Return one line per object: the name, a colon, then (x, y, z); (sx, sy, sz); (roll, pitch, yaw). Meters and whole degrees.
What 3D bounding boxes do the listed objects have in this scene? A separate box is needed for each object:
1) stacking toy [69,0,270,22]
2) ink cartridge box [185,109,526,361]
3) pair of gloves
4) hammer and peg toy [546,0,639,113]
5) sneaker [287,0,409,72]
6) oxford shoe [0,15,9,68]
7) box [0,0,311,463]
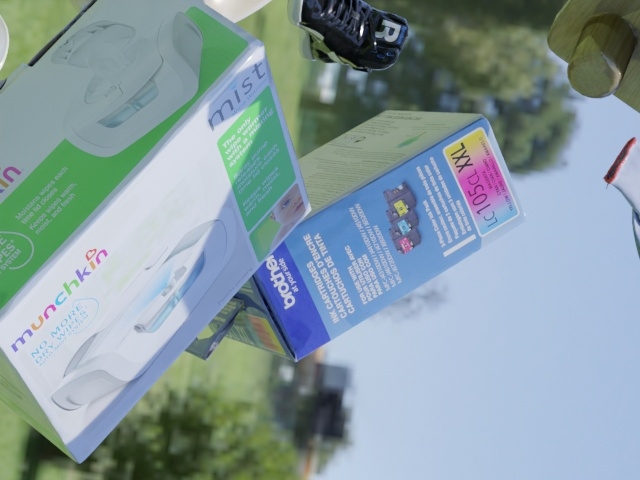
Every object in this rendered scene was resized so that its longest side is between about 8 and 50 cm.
stacking toy: (-0.221, -0.497, 2.120); (0.480, 0.350, 0.350); (57, -30, 30)
ink cartridge box: (0.000, 0.000, 2.130); (0.151, 0.395, 0.270); (66, -19, -14)
pair of gloves: (0.319, -0.052, 1.546); (0.198, 0.159, 0.023); (-53, -153, -20)
hammer and peg toy: (0.339, -0.167, 1.113); (0.361, 0.266, 0.127); (-51, -173, 42)
sneaker: (0.035, -0.245, 1.969); (0.217, 0.121, 0.079); (69, 35, -76)
oxford shoe: (-0.515, -0.182, 1.758); (0.130, 0.449, 0.169); (144, -68, -67)
box: (-0.148, -0.017, 1.255); (0.262, 0.127, 0.231); (-48, 157, -17)
